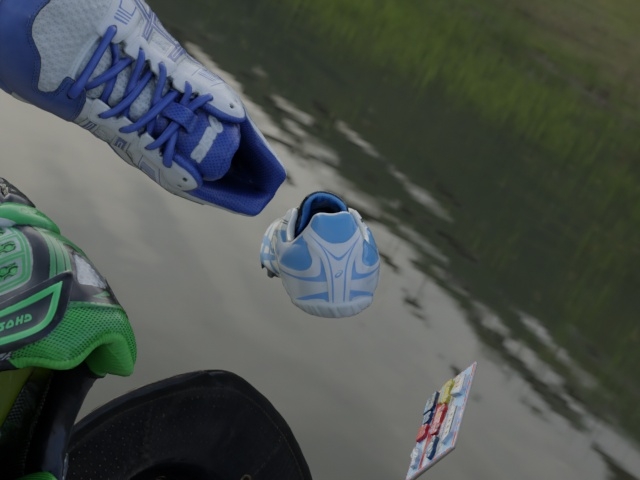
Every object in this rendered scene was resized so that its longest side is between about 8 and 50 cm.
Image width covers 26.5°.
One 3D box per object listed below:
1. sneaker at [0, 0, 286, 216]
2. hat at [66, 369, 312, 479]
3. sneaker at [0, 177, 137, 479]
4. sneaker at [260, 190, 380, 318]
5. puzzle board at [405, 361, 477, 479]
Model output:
[{"bbox_3d":[-0.112,-0.102,0.913,0.131,0.112,0.296,33,1,27],"label":"sneaker"},{"bbox_3d":[-0.139,0.236,0.985,0.134,0.331,0.331,11,6,39],"label":"hat"},{"bbox_3d":[-0.219,0.140,0.674,0.146,0.343,0.134,35,9,32],"label":"sneaker"},{"bbox_3d":[0.000,0.000,1.068,0.085,0.086,0.237,4,7,-10],"label":"sneaker"},{"bbox_3d":[0.134,0.203,1.525,0.011,0.096,0.128,32,45,-10],"label":"puzzle board"}]
